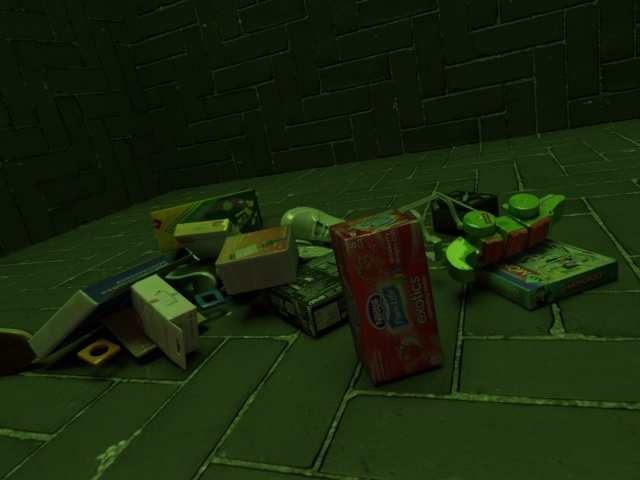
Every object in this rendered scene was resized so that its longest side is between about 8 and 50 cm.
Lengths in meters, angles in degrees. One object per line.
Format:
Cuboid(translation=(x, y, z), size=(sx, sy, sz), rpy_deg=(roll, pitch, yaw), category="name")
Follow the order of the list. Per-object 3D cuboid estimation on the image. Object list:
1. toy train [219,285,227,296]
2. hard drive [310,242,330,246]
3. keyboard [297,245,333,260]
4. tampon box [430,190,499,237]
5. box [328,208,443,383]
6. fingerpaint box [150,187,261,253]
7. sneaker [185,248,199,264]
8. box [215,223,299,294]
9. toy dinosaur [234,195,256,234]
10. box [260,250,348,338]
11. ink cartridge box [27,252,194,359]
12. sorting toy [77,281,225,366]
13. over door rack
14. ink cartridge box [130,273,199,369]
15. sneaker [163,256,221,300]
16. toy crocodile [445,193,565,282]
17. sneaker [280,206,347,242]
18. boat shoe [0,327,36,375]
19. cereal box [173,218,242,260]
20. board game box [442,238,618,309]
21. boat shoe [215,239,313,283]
Cuboid(translation=(-0.239, 0.119, 1.290), size=(0.036, 0.027, 0.158), rpy_deg=(-5, 18, 33), category="toy train")
Cuboid(translation=(0.000, 0.000, 1.515), size=(0.094, 0.022, 0.135), rpy_deg=(-2, 20, 31), category="hard drive")
Cuboid(translation=(-0.010, 0.031, 1.252), size=(0.072, 0.014, 0.256), rpy_deg=(29, 14, 26), category="keyboard")
Cuboid(translation=(0.434, -0.080, 1.337), size=(0.120, 0.102, 0.161), rpy_deg=(-21, 20, -25), category="tampon box")
Cuboid(translation=(0.109, 0.090, 0.749), size=(0.128, 0.257, 0.122), rpy_deg=(-14, 15, -8), category="box")
Cuboid(translation=(-0.434, -0.092, 1.798), size=(0.370, 0.164, 0.445), rpy_deg=(-14, 9, -6), category="fingerpaint box")
Cuboid(translation=(-0.411, 0.051, 1.539), size=(0.094, 0.082, 0.208), rpy_deg=(-16, 17, -19), category="sneaker")
Cuboid(translation=(-0.145, 0.044, 1.061), size=(0.170, 0.091, 0.130), rpy_deg=(-12, 28, 7), category="box")
Cuboid(translation=(-0.275, -0.029, 1.495), size=(0.268, 0.064, 0.118), rpy_deg=(-55, -1, 3), category="toy dinosaur")
Cuboid(translation=(0.040, 0.102, 1.067), size=(0.307, 0.077, 0.242), rpy_deg=(-22, 19, -30), category="box")
Cuboid(translation=(-0.505, 0.131, 1.097), size=(0.307, 0.072, 0.303), rpy_deg=(-40, 0, 20), category="ink cartridge box")
Cuboid(translation=(-0.396, 0.200, 1.060), size=(0.195, 0.047, 0.347), rpy_deg=(23, 35, 36), category="sorting toy")
Cuboid(translation=(0.306, -0.029, 1.167), size=(0.239, 0.108, 0.324), rpy_deg=(-23, 20, -16), category="over door rack")
Cuboid(translation=(-0.320, 0.171, 0.943), size=(0.198, 0.116, 0.067), rpy_deg=(29, 38, 34), category="ink cartridge box")
Cuboid(translation=(-0.412, 0.118, 1.307), size=(0.295, 0.105, 0.147), rpy_deg=(-5, 13, 15), category="sneaker")
Cuboid(translation=(0.410, -0.013, 0.970), size=(0.340, 0.115, 0.105), rpy_deg=(-20, 37, -19), category="toy crocodile")
Cuboid(translation=(0.038, -0.034, 1.331), size=(0.292, 0.108, 0.169), rpy_deg=(7, 4, -41), category="sneaker")
Cuboid(translation=(-0.823, 0.260, 1.095), size=(0.341, 0.124, 0.123), rpy_deg=(-15, 17, 13), category="boat shoe")
Cuboid(translation=(-0.297, 0.023, 1.326), size=(0.172, 0.240, 0.048), rpy_deg=(-5, 58, 17), category="cereal box")
Cuboid(translation=(0.451, 0.050, 1.006), size=(0.213, 0.046, 0.317), rpy_deg=(-15, 17, -13), category="board game box")
Cuboid(translation=(-0.133, 0.075, 1.239), size=(0.304, 0.109, 0.091), rpy_deg=(-12, 39, -33), category="boat shoe")
